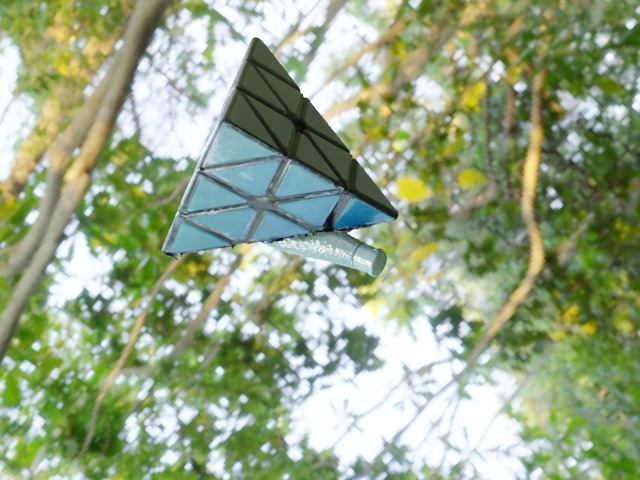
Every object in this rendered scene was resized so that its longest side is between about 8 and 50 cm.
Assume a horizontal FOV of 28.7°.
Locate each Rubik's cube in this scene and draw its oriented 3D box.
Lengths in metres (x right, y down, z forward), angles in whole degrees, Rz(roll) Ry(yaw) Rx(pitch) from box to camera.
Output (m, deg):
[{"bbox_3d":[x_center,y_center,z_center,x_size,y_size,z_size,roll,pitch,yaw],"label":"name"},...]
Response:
[{"bbox_3d":[-0.074,-0.100,1.557,0.229,0.233,0.228,-30,-150,-32],"label":"Rubik's cube"}]

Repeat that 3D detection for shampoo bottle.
[{"bbox_3d":[0.000,0.000,1.625,0.191,0.069,0.041,23,162,31],"label":"shampoo bottle"}]
